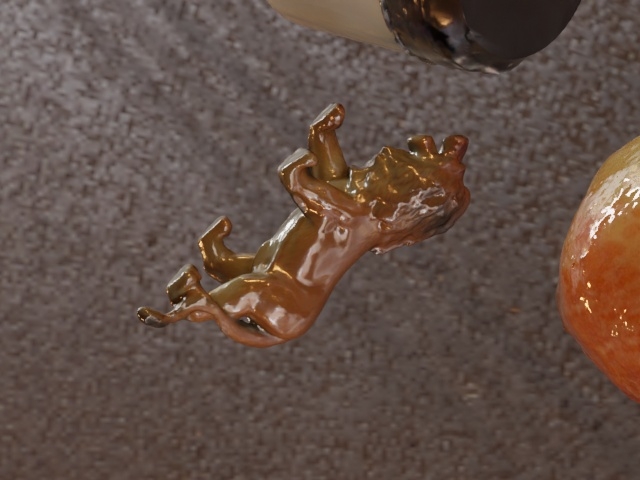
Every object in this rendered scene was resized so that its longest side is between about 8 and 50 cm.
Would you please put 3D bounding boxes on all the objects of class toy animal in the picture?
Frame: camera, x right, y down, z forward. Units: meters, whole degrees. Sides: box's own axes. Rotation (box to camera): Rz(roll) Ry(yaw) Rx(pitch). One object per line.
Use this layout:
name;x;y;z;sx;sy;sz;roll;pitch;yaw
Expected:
toy animal;0.000;0.000;1.354;0.312;0.157;0.097;-46;10;0

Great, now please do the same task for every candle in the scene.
candle;0.067;-0.289;1.453;0.342;0.221;0.221;20;98;40

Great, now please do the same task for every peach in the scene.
peach;0.261;0.022;1.040;0.232;0.232;0.232;-6;81;40
